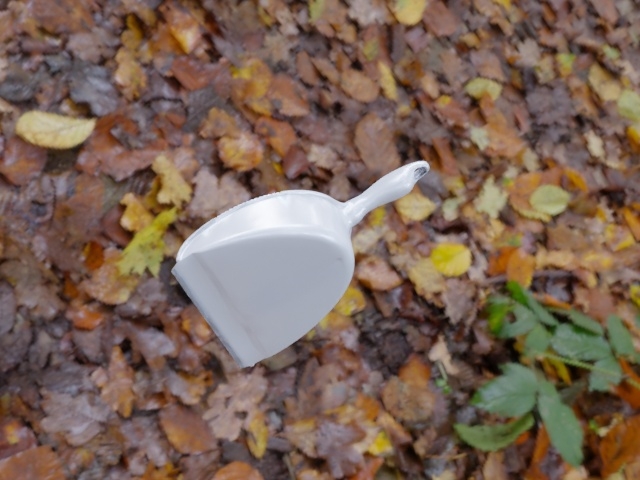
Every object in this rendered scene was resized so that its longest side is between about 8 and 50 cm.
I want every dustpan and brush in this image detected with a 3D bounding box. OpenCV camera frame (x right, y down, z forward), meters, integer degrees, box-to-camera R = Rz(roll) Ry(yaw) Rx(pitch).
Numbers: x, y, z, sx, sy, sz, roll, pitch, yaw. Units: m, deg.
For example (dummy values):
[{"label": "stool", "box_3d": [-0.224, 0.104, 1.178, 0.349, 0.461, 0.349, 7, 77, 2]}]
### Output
[{"label": "dustpan and brush", "box_3d": [0.000, 0.000, 0.683, 0.147, 0.211, 0.060, 63, 1, -44]}]
